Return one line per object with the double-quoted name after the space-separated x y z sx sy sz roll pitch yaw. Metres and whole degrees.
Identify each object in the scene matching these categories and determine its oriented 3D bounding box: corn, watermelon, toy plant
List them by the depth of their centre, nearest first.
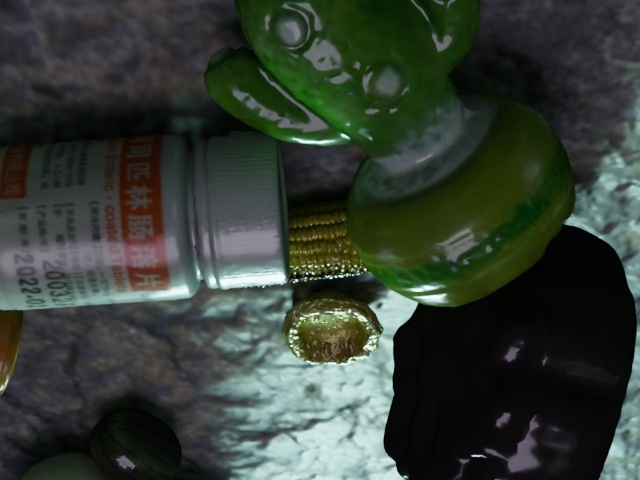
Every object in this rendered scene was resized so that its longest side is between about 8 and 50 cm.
0.050 -0.110 1.214 0.224 0.184 0.316 -26 118 18 "toy plant"
0.000 0.000 1.388 0.203 0.072 0.072 -8 139 7 "corn"
-0.188 0.216 1.621 0.078 0.078 0.111 -31 137 29 "watermelon"

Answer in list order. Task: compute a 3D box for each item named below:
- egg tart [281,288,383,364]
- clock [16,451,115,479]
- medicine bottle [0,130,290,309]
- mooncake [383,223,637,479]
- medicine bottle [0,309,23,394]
0.010 0.079 1.501 0.105 0.039 0.105 -2 139 -1 "egg tart"
-0.222 0.385 1.747 0.326 0.184 0.342 18 130 -16 "clock"
-0.153 -0.017 1.304 0.252 0.144 0.144 -3 139 -1 "medicine bottle"
0.157 0.115 1.369 0.141 0.283 0.283 13 137 -17 "mooncake"
-0.377 0.080 1.439 0.192 0.096 0.096 13 137 -17 "medicine bottle"
